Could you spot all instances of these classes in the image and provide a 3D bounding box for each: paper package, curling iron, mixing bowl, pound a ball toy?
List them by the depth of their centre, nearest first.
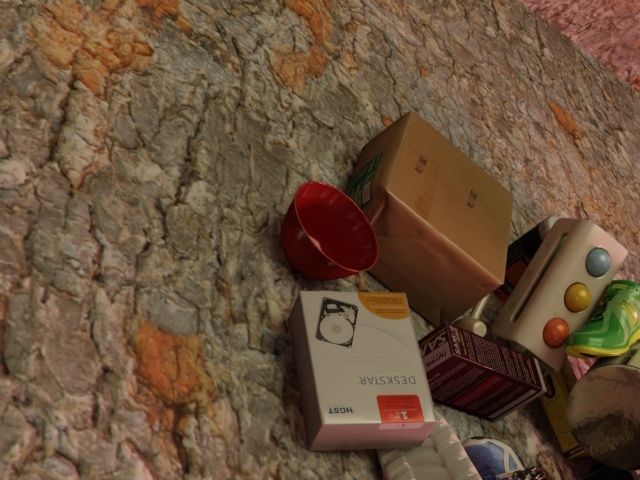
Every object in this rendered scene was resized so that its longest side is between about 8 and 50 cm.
[{"bbox_3d":[0.296,0.470,1.499,0.068,0.035,0.274,39,56,-9],"label":"curling iron"},{"bbox_3d":[0.000,0.000,1.626,0.181,0.098,0.181,28,40,-27],"label":"mixing bowl"},{"bbox_3d":[0.422,0.102,1.811,0.208,0.136,0.319,36,81,-20],"label":"pound a ball toy"},{"bbox_3d":[0.204,-0.048,1.840,0.309,0.168,0.325,38,36,-13],"label":"paper package"}]

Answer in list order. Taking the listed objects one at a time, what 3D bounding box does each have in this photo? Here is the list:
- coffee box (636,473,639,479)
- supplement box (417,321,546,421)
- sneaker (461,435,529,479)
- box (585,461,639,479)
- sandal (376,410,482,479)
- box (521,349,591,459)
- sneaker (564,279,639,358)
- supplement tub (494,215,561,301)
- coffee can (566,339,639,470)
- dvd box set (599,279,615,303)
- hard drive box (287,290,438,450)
[{"bbox_3d":[0.611,0.483,1.653,0.168,0.297,0.119,8,19,-44],"label":"coffee box"},{"bbox_3d":[0.263,0.233,1.665,0.239,0.130,0.073,24,41,-34],"label":"supplement box"},{"bbox_3d":[0.311,0.414,1.587,0.211,0.080,0.081,47,33,-2],"label":"sneaker"},{"bbox_3d":[0.616,0.479,1.852,0.156,0.093,0.158,-19,73,-54],"label":"box"},{"bbox_3d":[0.198,0.439,1.410,0.102,0.169,0.416,72,4,-55],"label":"sandal"},{"bbox_3d":[0.482,0.316,1.890,0.087,0.058,0.232,14,47,-42],"label":"box"},{"bbox_3d":[0.552,0.140,1.789,0.295,0.109,0.124,-21,95,-35],"label":"sneaker"},{"bbox_3d":[0.447,0.044,1.999,0.117,0.190,0.117,29,40,-27],"label":"supplement tub"},{"bbox_3d":[0.608,0.291,1.827,0.201,0.201,0.275,55,33,9],"label":"coffee can"},{"bbox_3d":[0.724,0.147,2.072,0.307,0.062,0.420,18,0,-34],"label":"dvd box set"},{"bbox_3d":[0.059,0.196,1.457,0.181,0.089,0.232,1,52,-17],"label":"hard drive box"}]
